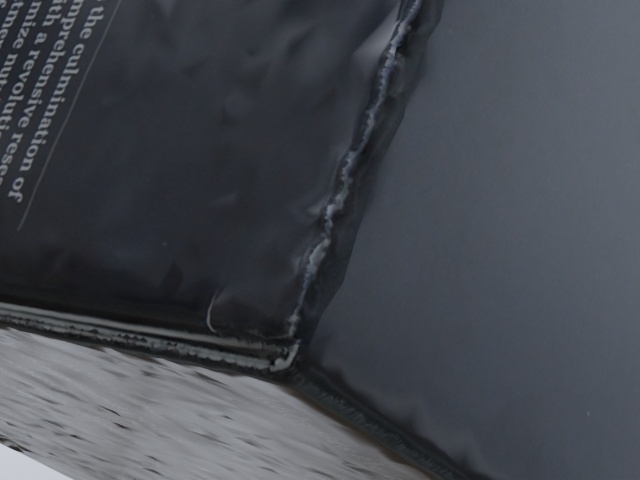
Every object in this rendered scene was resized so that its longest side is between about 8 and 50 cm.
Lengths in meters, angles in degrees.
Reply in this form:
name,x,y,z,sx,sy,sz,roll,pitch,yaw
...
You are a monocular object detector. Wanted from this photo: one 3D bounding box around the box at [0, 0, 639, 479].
name,x,y,z,sx,sy,sz,roll,pitch,yaw
box,0.000,0.000,0.955,0.471,0.297,0.480,9,-20,42
